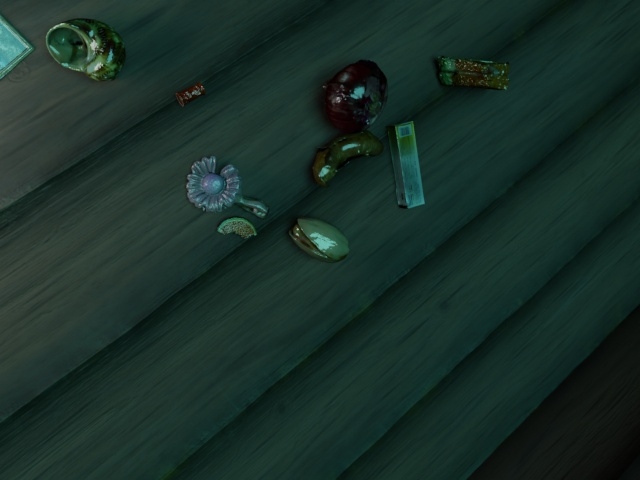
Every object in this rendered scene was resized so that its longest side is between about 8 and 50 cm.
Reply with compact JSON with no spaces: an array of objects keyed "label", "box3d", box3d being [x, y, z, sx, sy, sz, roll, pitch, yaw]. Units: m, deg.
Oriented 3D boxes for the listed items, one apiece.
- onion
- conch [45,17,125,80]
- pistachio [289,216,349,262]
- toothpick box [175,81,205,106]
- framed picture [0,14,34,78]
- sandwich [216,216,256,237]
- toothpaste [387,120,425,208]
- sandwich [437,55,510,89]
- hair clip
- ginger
[{"label":"onion","box3d":[0.104,-0.482,1.913,0.252,0.219,0.252,-47,158,-26]},{"label":"conch","box3d":[-0.634,-0.521,1.593,0.187,0.124,0.181,-14,116,1]},{"label":"pistachio","box3d":[0.000,0.000,1.976,0.215,0.144,0.143,24,88,-17]},{"label":"toothpick box","box3d":[-0.394,-0.447,1.758,0.083,0.047,0.047,-33,111,-17]},{"label":"framed picture","box3d":[-0.883,-0.535,1.527,0.142,0.011,0.183,-47,115,-11]},{"label":"sandwich","box3d":[-0.272,-0.046,1.898,0.135,0.029,0.067,10,100,-28]},{"label":"toothpaste","box3d":[0.316,-0.275,2.119,0.089,0.071,0.312,-18,106,-24]},{"label":"sandwich","box3d":[0.589,-0.610,2.128,0.292,0.212,0.109,-11,119,-37]},{"label":"hair clip","box3d":[-0.283,-0.147,1.852,0.300,0.069,0.173,26,88,-27]},{"label":"ginger","box3d":[0.090,-0.301,1.987,0.309,0.107,0.133,-34,98,-21]}]
